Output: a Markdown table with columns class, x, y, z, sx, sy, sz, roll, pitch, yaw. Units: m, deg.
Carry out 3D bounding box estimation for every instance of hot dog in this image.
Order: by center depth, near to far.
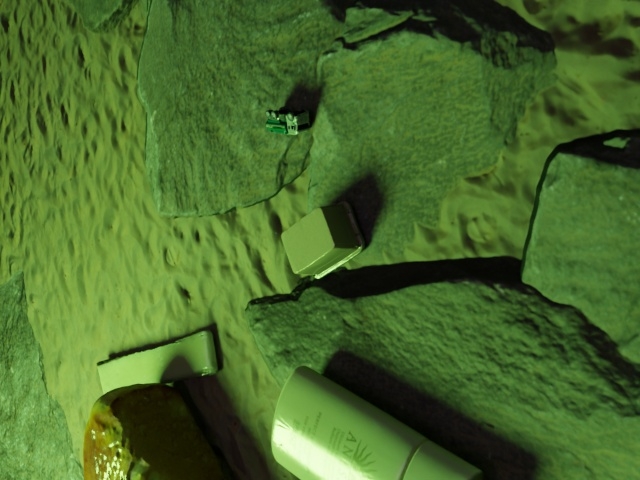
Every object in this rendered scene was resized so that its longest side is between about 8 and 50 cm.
| class | x | y | z | sx | sy | sz | roll | pitch | yaw |
| --- | --- | --- | --- | --- | --- | --- | --- | --- | --- |
| hot dog | -0.293 | 0.469 | 1.426 | 0.405 | 0.185 | 0.223 | 53 | 124 | 29 |

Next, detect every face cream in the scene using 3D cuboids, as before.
| class | x | y | z | sx | sy | sz | roll | pitch | yaw |
| --- | --- | --- | --- | --- | --- | --- | --- | --- | --- |
| face cream | 0.070 | 0.326 | 1.136 | 0.348 | 0.081 | 0.173 | 24 | 108 | 42 |

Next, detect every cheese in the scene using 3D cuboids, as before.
| class | x | y | z | sx | sy | sz | roll | pitch | yaw |
| --- | --- | --- | --- | --- | --- | --- | --- | --- | --- |
| cheese | -0.333 | 0.253 | 1.567 | 0.400 | 0.034 | 0.085 | -21 | 82 | 43 |

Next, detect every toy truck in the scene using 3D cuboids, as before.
| class | x | y | z | sx | sy | sz | roll | pitch | yaw |
| --- | --- | --- | --- | --- | --- | --- | --- | --- | --- |
| toy truck | -0.053 | -0.192 | 1.269 | 0.083 | 0.039 | 0.044 | 15 | 119 | 45 |

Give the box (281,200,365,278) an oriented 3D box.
| class | x | y | z | sx | sy | sz | roll | pitch | yaw |
| --- | --- | --- | --- | --- | --- | --- | --- | --- | --- |
| box | 0.000 | 0.000 | 1.206 | 0.122 | 0.062 | 0.089 | -34 | 69 | 39 |
